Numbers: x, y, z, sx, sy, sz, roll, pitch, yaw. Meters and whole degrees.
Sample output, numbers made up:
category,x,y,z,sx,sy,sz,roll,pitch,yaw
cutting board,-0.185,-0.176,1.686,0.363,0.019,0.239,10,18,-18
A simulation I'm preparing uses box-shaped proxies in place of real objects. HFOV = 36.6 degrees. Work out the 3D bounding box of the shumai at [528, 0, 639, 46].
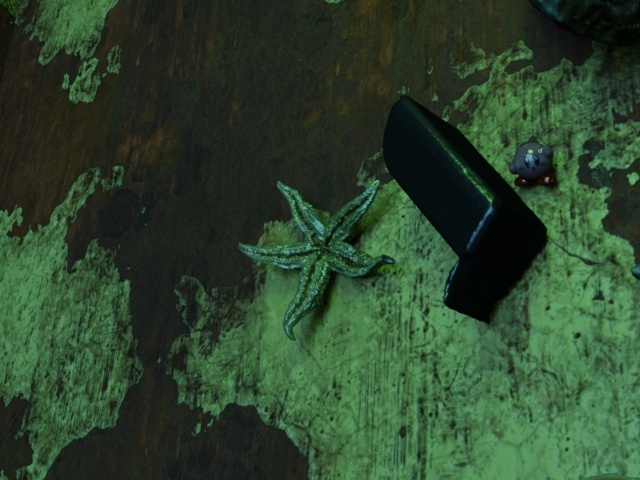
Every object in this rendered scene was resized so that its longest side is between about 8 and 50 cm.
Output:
category,x,y,z,sx,sy,sz,roll,pitch,yaw
shumai,0.451,-0.523,1.672,0.395,0.395,0.348,-57,20,2

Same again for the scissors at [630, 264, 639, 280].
category,x,y,z,sx,sy,sz,roll,pitch,yaw
scissors,0.597,0.035,1.411,0.289,0.041,0.138,-8,64,37

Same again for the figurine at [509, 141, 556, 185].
category,x,y,z,sx,sy,sz,roll,pitch,yaw
figurine,0.367,-0.135,1.680,0.083,0.071,0.067,-9,21,29

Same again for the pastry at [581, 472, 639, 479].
category,x,y,z,sx,sy,sz,roll,pitch,yaw
pastry,0.403,0.387,1.326,0.166,0.165,0.088,43,137,45

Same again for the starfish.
category,x,y,z,sx,sy,sz,roll,pitch,yaw
starfish,0.001,0.000,1.919,0.347,0.078,0.358,-36,49,22

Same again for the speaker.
category,x,y,z,sx,sy,sz,roll,pitch,yaw
speaker,0.224,-0.062,1.695,0.184,0.180,0.388,-48,46,18
